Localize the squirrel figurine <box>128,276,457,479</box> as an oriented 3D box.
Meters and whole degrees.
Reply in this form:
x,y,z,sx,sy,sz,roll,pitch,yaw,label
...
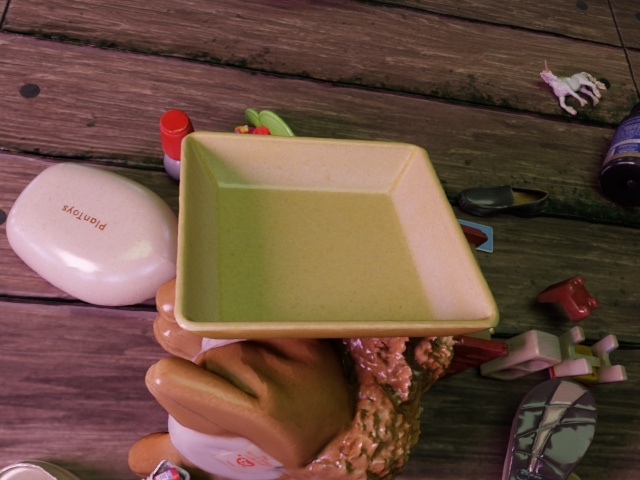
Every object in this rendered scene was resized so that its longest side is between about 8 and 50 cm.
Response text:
x,y,z,sx,sy,sz,roll,pitch,yaw,label
-0.027,0.131,0.843,0.396,0.281,0.371,14,47,-2,squirrel figurine

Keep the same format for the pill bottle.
x,y,z,sx,sy,sz,roll,pitch,yaw,label
0.647,-0.182,1.247,0.122,0.123,0.219,32,60,3,pill bottle

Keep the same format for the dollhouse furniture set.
x,y,z,sx,sy,sz,roll,pitch,yaw,label
0.289,0.122,1.002,0.373,0.152,0.202,15,58,-27,dollhouse furniture set

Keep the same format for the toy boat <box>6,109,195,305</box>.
x,y,z,sx,sy,sz,roll,pitch,yaw,label
-0.283,-0.049,0.938,0.267,0.148,0.318,30,67,8,toy boat

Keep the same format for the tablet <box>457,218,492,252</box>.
x,y,z,sx,sy,sz,roll,pitch,yaw,label
0.273,-0.010,1.125,0.083,0.006,0.054,13,60,-9,tablet

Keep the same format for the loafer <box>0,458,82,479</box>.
x,y,z,sx,sy,sz,roll,pitch,yaw,label
-0.298,0.334,0.698,0.268,0.092,0.102,27,70,30,loafer

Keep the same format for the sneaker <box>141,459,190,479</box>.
x,y,z,sx,sy,sz,roll,pitch,yaw,label
-0.205,0.293,0.719,0.118,0.067,0.042,7,34,-49,sneaker

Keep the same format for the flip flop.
x,y,z,sx,sy,sz,roll,pitch,yaw,label
0.325,0.336,0.916,0.112,0.080,0.277,16,75,14,flip flop

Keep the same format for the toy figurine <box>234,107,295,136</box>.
x,y,z,sx,sy,sz,roll,pitch,yaw,label
-0.136,-0.131,1.035,0.159,0.130,0.173,-36,54,-18,toy figurine

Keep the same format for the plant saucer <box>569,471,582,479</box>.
x,y,z,sx,sy,sz,roll,pitch,yaw,label
0.372,0.384,0.935,0.083,0.015,0.084,6,61,-11,plant saucer

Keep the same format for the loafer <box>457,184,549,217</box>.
x,y,z,sx,sy,sz,roll,pitch,yaw,label
0.338,-0.081,1.147,0.169,0.061,0.062,-1,64,-14,loafer

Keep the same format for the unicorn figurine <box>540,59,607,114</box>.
x,y,z,sx,sy,sz,roll,pitch,yaw,label
0.540,-0.331,1.342,0.161,0.060,0.111,-17,67,-39,unicorn figurine

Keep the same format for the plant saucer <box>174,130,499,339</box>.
x,y,z,sx,sy,sz,roll,pitch,yaw,label
0.000,0.000,0.742,0.332,0.081,0.333,1,42,-12,plant saucer
